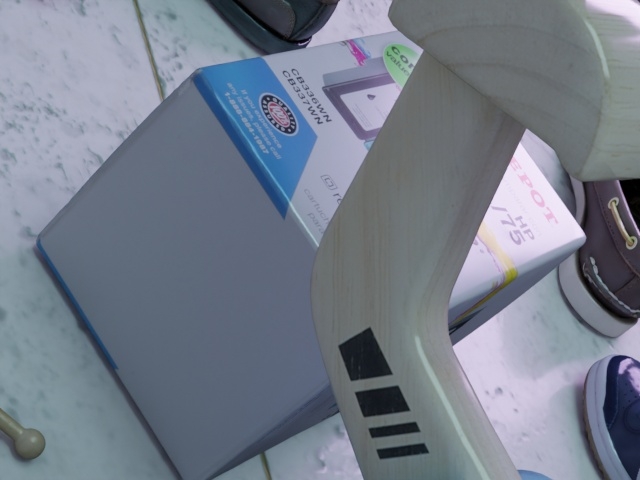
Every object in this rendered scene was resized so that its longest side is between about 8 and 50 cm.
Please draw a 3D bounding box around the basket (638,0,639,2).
[{"bbox_3d":[0.387,-0.173,1.663,0.204,0.154,0.227,47,26,-64],"label":"basket"}]

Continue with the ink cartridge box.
[{"bbox_3d":[0.000,0.000,1.070,0.270,0.197,0.198,-21,73,-52],"label":"ink cartridge box"}]

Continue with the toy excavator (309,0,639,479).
[{"bbox_3d":[0.045,0.146,0.772,0.222,0.433,0.445,-7,67,-54],"label":"toy excavator"}]

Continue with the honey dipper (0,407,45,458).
[{"bbox_3d":[-0.223,0.073,0.924,0.160,0.030,0.030,44,36,-11],"label":"honey dipper"}]

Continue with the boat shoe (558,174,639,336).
[{"bbox_3d":[0.293,-0.050,1.497,0.116,0.096,0.324,36,38,-16],"label":"boat shoe"}]

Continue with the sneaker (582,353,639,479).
[{"bbox_3d":[0.313,0.188,1.253,0.099,0.153,0.282,14,48,-38],"label":"sneaker"}]

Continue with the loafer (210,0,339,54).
[{"bbox_3d":[-0.092,-0.269,1.317,0.267,0.084,0.096,42,37,-8],"label":"loafer"}]
